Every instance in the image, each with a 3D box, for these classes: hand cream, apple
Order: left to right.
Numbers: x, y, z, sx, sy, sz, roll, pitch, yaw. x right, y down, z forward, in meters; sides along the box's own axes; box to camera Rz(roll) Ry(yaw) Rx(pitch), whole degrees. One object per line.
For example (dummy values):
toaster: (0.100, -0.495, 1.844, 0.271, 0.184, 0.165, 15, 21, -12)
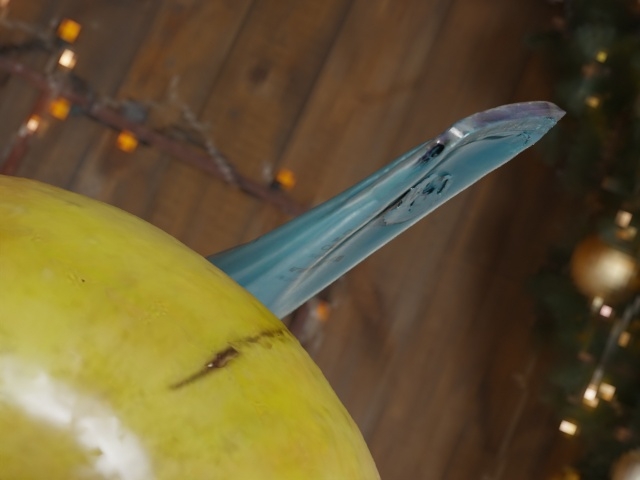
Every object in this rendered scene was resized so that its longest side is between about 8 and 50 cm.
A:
apple: (-0.118, 0.113, 0.586, 0.286, 0.286, 0.233, 25, 156, -2)
hand cream: (0.000, 0.000, 0.757, 0.224, 0.048, 0.083, -32, 169, 37)
